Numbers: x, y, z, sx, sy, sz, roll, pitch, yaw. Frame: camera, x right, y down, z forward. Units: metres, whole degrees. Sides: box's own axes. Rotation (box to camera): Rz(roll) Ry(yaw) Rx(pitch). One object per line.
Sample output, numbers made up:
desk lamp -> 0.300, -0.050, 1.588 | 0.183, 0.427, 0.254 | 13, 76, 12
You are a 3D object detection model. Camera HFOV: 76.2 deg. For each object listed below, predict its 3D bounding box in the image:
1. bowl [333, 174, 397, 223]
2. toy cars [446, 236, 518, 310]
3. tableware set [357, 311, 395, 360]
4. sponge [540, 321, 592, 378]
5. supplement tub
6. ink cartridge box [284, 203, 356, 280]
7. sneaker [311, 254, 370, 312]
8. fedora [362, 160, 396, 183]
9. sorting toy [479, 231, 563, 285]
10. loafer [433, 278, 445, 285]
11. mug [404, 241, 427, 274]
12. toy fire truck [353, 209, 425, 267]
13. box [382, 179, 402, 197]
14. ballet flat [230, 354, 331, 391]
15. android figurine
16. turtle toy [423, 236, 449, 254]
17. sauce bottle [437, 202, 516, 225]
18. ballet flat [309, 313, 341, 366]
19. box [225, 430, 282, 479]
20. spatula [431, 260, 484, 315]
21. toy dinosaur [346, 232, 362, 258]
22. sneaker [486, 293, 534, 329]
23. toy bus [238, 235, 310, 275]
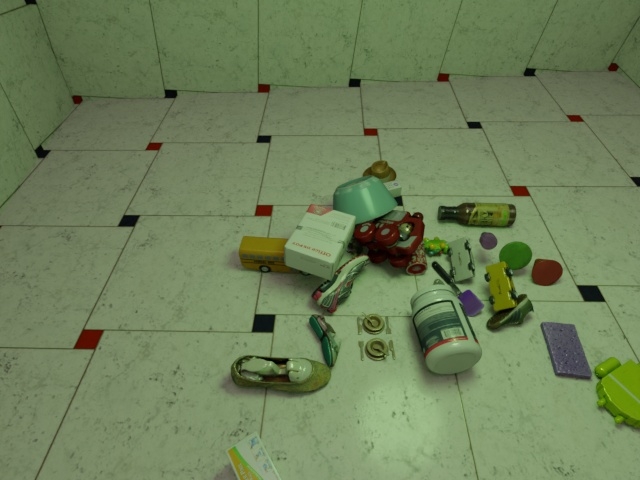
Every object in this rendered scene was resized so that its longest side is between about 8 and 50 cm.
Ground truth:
bowl -> 0.181, -0.194, 1.873 | 0.312, 0.163, 0.311 | -18, 15, 5
toy cars -> 0.661, 0.137, 1.664 | 0.176, 0.087, 0.394 | -57, 41, 10
tableware set -> 0.206, 0.353, 1.530 | 0.128, 0.039, 0.194 | -2, 46, -1
sponge -> 0.887, 0.394, 1.480 | 0.117, 0.031, 0.210 | 4, 47, 6
supplement tub -> 0.437, 0.315, 1.456 | 0.191, 0.191, 0.272 | -5, 46, -4
ink cartridge box -> 0.000, 0.000, 1.649 | 0.207, 0.117, 0.283 | 18, 48, 12
sneaker -> 0.098, 0.169, 1.668 | 0.299, 0.121, 0.112 | -41, 89, -22
fedora -> 0.322, -0.376, 2.207 | 0.194, 0.079, 0.194 | 0, 45, 0
sorting toy -> 0.829, 0.055, 1.723 | 0.366, 0.127, 0.126 | 27, 24, -2
loafer -> 0.504, 0.212, 1.667 | 0.045, 0.039, 0.125 | -36, 43, 13
mug -> 0.391, 0.066, 1.778 | 0.150, 0.113, 0.169 | -34, 41, 32
toy fire truck -> 0.310, -0.037, 1.735 | 0.302, 0.169, 0.254 | 10, 53, 51
box -> 0.254, -0.234, 2.082 | 0.324, 0.067, 0.063 | -15, 47, -11
ballet flat -> -0.137, 0.447, 1.396 | 0.349, 0.123, 0.123 | 1, 46, 2
android figurine -> 1.039, 0.506, 1.350 | 0.273, 0.056, 0.248 | -23, 50, -20
turtle toy -> 0.520, 0.029, 1.817 | 0.130, 0.066, 0.095 | -4, 22, -5
sauce bottle -> 0.737, -0.125, 1.936 | 0.345, 0.111, 0.111 | 1, 46, 5
ballet flat -> 0.029, 0.361, 1.512 | 0.079, 0.076, 0.221 | -2, 42, -28
box -> -0.178, 0.680, 1.171 | 0.103, 0.114, 0.203 | -26, 52, -21
spatula -> 0.548, 0.187, 1.682 | 0.084, 0.030, 0.296 | -45, 43, 12
toy dinosaur -> 0.152, -0.003, 1.864 | 0.118, 0.064, 0.268 | 20, 48, 1
sneaker -> 0.733, 0.294, 1.555 | 0.192, 0.086, 0.064 | -38, 9, -3
toy bus -> -0.171, 0.062, 1.757 | 0.333, 0.130, 0.108 | 4, 46, 5
